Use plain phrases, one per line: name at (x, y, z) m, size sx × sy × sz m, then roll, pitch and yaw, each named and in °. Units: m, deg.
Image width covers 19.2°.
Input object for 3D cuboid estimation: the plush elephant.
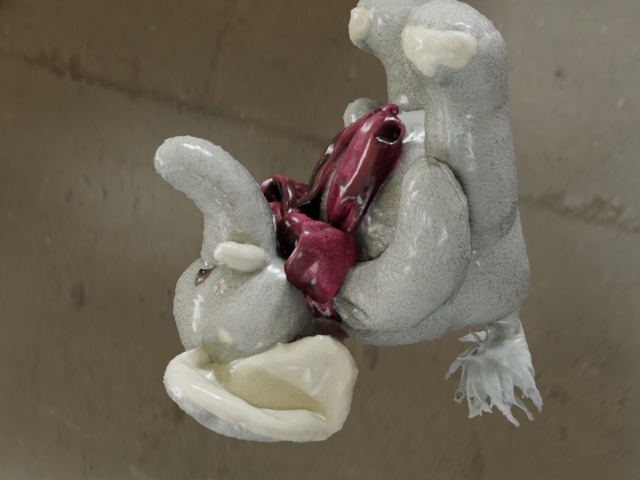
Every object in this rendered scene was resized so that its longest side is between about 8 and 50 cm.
plush elephant at (0.000, 0.000, 1.307) m, size 0.255 × 0.272 × 0.330 m, roll -14°, pitch 108°, yaw -5°
